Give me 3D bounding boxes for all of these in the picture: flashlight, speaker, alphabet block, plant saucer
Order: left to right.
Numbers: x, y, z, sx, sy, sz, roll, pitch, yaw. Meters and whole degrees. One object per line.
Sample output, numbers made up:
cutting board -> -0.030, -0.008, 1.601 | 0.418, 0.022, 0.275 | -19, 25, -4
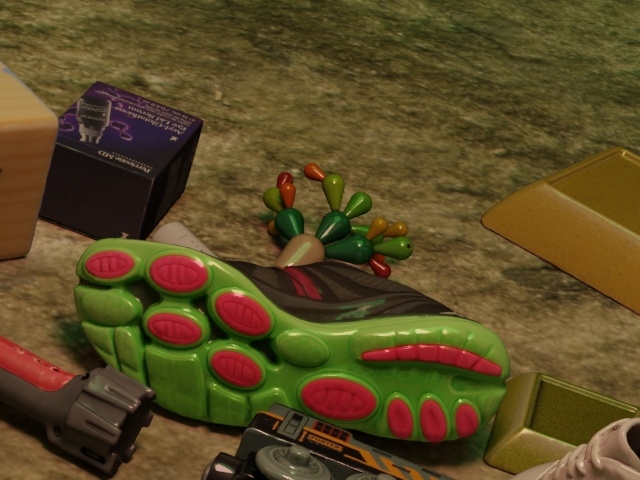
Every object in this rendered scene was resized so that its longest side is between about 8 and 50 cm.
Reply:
alphabet block -> -0.439, -0.094, 2.237 | 0.197, 0.193, 0.192 | -8, 35, -38
flashlight -> -0.311, 0.119, 2.017 | 0.304, 0.103, 0.103 | 24, 33, 16
speaker -> -0.143, 0.034, 2.315 | 0.055, 0.055, 0.136 | -9, 37, -40
plant saucer -> 0.291, 0.218, 2.232 | 0.188, 0.045, 0.188 | 19, 28, 4
plant saucer -> 0.442, -0.023, 2.719 | 0.332, 0.081, 0.333 | 32, 31, 24

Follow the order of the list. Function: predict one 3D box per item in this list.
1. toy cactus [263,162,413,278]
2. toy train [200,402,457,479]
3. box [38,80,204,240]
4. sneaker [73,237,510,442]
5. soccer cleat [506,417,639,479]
toy cactus -> 0.000, 0.000, 2.438 | 0.219, 0.112, 0.180 | 31, 49, 19
toy train -> 0.051, 0.270, 1.919 | 0.334, 0.142, 0.190 | 20, 18, 5
box -> -0.252, -0.093, 2.429 | 0.153, 0.108, 0.207 | 20, 27, 5
sneaker -> -0.038, 0.108, 2.158 | 0.483, 0.185, 0.202 | 16, 10, -9
soccer cleat -> 0.286, 0.230, 1.951 | 0.331, 0.143, 0.116 | -12, 37, 35
